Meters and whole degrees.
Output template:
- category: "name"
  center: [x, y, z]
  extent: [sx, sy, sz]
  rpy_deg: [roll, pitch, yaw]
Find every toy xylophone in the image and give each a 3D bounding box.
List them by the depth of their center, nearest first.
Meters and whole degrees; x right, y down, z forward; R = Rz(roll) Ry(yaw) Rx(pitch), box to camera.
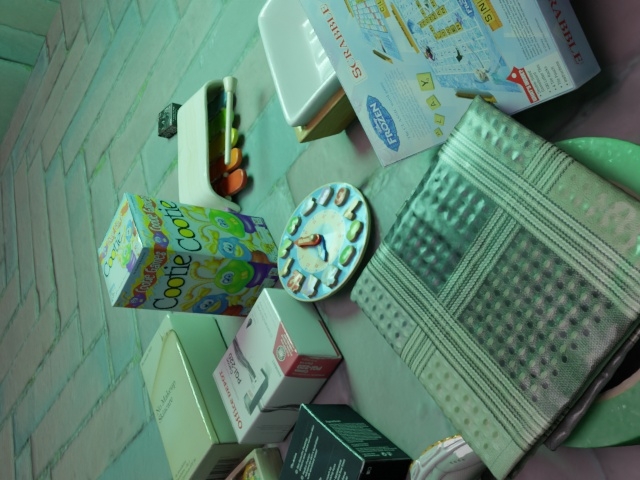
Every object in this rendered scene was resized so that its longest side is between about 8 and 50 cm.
- category: "toy xylophone"
  center: [-0.217, -0.195, 1.449]
  extent: [0.236, 0.081, 0.322]
  rpy_deg: [-15, 70, 50]

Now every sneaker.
- category: "sneaker"
  center: [0.155, 0.327, 0.851]
  extent: [0.121, 0.099, 0.262]
  rpy_deg: [57, 134, 32]

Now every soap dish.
- category: "soap dish"
  center: [0.018, -0.331, 1.144]
  extent: [0.229, 0.118, 0.290]
  rpy_deg: [-43, 50, 38]

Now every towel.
- category: "towel"
  center: [0.193, 0.044, 0.763]
  extent: [0.312, 0.056, 0.324]
  rpy_deg: [-59, 43, 21]

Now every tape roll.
- category: "tape roll"
  center: [0.281, 0.054, 0.750]
  extent: [0.321, 0.077, 0.321]
  rpy_deg: [-14, 72, 50]

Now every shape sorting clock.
- category: "shape sorting clock"
  center: [0.000, 0.000, 1.141]
  extent: [0.206, 0.040, 0.206]
  rpy_deg: [-23, 58, 42]

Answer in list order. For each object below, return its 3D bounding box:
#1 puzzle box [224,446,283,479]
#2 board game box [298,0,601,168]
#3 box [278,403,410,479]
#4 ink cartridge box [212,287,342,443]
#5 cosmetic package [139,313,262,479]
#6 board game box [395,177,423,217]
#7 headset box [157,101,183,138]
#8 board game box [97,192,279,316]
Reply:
- category: "puzzle box"
  center: [-0.154, 0.582, 1.218]
  extent: [0.409, 0.052, 0.272]
  rpy_deg: [-52, 46, 32]
- category: "board game box"
  center: [0.125, -0.279, 0.855]
  extent: [0.318, 0.066, 0.318]
  rpy_deg: [-17, 103, 53]
- category: "box"
  center: [0.027, 0.338, 1.002]
  extent: [0.158, 0.093, 0.155]
  rpy_deg: [29, 106, 50]
- category: "ink cartridge box"
  center: [-0.079, 0.210, 1.172]
  extent: [0.217, 0.092, 0.158]
  rpy_deg: [-59, 41, 28]
- category: "cosmetic package"
  center: [-0.233, 0.303, 1.334]
  extent: [0.160, 0.113, 0.309]
  rpy_deg: [-58, 43, 26]
- category: "board game box"
  center: [0.184, -0.058, 0.942]
  extent: [0.186, 0.026, 0.126]
  rpy_deg: [-54, 45, 30]
- category: "headset box"
  center: [-0.361, -0.291, 1.699]
  extent: [0.083, 0.032, 0.062]
  rpy_deg: [-21, 66, 50]
- category: "board game box"
  center: [-0.228, 0.033, 1.252]
  extent: [0.144, 0.275, 0.142]
  rpy_deg: [-56, 43, 29]
